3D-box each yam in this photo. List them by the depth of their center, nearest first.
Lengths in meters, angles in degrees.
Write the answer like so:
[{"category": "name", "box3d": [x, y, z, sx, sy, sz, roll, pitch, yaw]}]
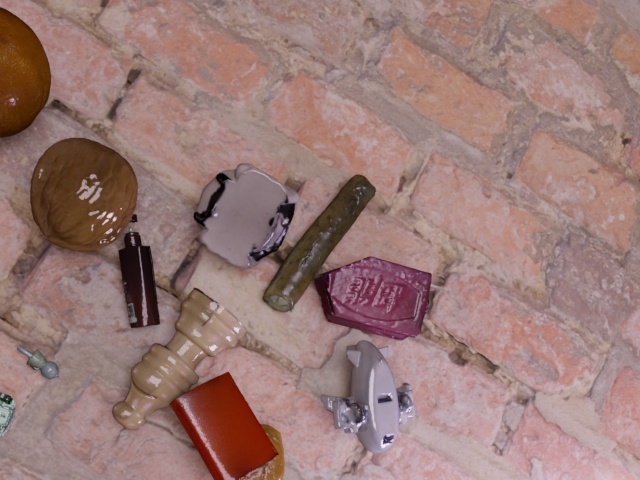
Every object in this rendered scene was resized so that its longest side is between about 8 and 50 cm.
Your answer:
[{"category": "yam", "box3d": [0.000, 0.000, 2.038, 0.083, 0.083, 0.371, 38, 68, -8]}]

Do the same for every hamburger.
[{"category": "hamburger", "box3d": [-0.143, 0.453, 1.885, 0.138, 0.083, 0.147, 1, 75, -14]}]

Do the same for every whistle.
[{"category": "whistle", "box3d": [-0.560, 0.241, 1.815, 0.100, 0.035, 0.035, 38, 69, -6]}]

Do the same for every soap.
[{"category": "soap", "box3d": [0.110, 0.124, 2.039, 0.250, 0.099, 0.162, 14, 81, -15]}]

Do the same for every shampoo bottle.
[{"category": "shampoo bottle", "box3d": [-0.381, 0.063, 1.896, 0.067, 0.068, 0.236, 2, 78, -63]}]

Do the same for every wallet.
[{"category": "wallet", "box3d": [-0.192, 0.379, 1.827, 0.142, 0.045, 0.204, -26, 76, -31]}]

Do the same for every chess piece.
[{"category": "chess piece", "box3d": [-0.299, 0.259, 1.866, 0.124, 0.138, 0.307, 28, 70, 33]}]

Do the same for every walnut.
[{"category": "walnut", "box3d": [-0.475, -0.089, 1.817, 0.228, 0.228, 0.228, 4, 77, -18]}]

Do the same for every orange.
[{"category": "orange", "box3d": [-0.656, -0.329, 1.797, 0.264, 0.264, 0.264, 4, 77, -18]}]

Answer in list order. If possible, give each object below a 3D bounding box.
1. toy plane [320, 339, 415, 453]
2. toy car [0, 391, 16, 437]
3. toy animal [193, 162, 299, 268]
[{"category": "toy plane", "box3d": [0.107, 0.338, 1.982, 0.245, 0.117, 0.244, 9, 75, -36]}, {"category": "toy car", "box3d": [-0.694, 0.305, 1.734, 0.224, 0.076, 0.090, 27, 70, -20]}, {"category": "toy animal", "box3d": [-0.159, -0.063, 1.950, 0.204, 0.156, 0.208, 29, 102, -8]}]
